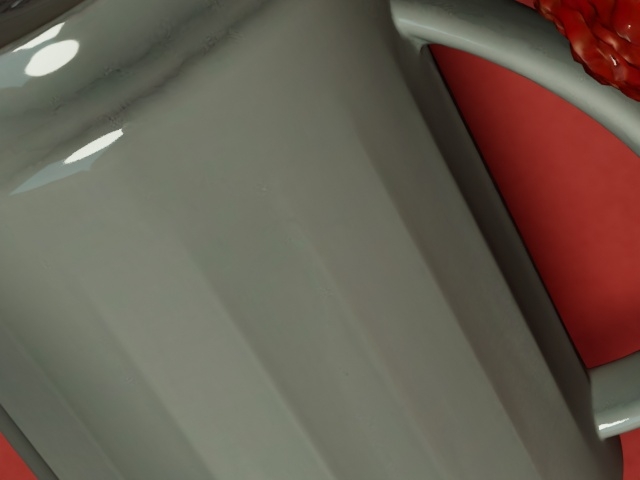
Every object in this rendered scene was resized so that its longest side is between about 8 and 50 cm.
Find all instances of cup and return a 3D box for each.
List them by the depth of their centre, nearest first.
[{"bbox_3d":[0.000,0.000,0.646,0.322,0.237,0.327,-20,120,17],"label":"cup"}]

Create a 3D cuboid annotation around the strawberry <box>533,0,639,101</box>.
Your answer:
[{"bbox_3d":[0.141,-0.161,0.503,0.288,0.238,0.250,33,121,-1],"label":"strawberry"}]
